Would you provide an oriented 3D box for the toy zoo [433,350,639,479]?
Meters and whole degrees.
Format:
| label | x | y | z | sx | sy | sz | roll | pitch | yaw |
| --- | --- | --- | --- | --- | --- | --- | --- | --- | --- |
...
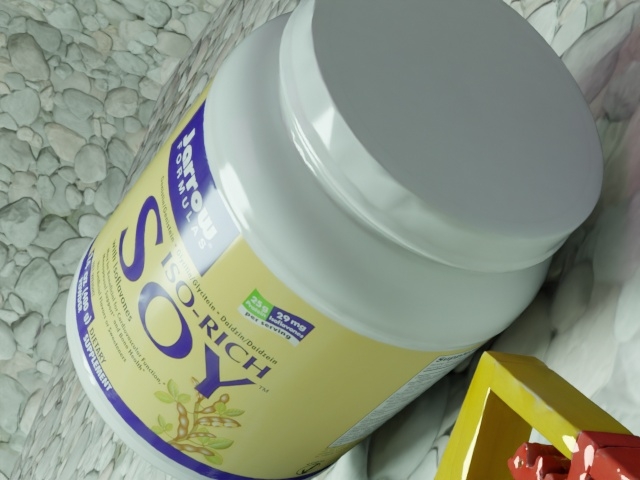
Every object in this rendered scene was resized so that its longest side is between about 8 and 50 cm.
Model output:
| label | x | y | z | sx | sy | sz | roll | pitch | yaw |
| --- | --- | --- | --- | --- | --- | --- | --- | --- | --- |
| toy zoo | 0.095 | 0.168 | 0.527 | 0.293 | 0.030 | 0.192 | -137 | 58 | -65 |

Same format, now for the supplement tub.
| label | x | y | z | sx | sy | sz | roll | pitch | yaw |
| --- | --- | --- | --- | --- | --- | --- | --- | --- | --- |
| supplement tub | 0.000 | 0.000 | 0.867 | 0.331 | 0.241 | 0.241 | -47 | 22 | 44 |
